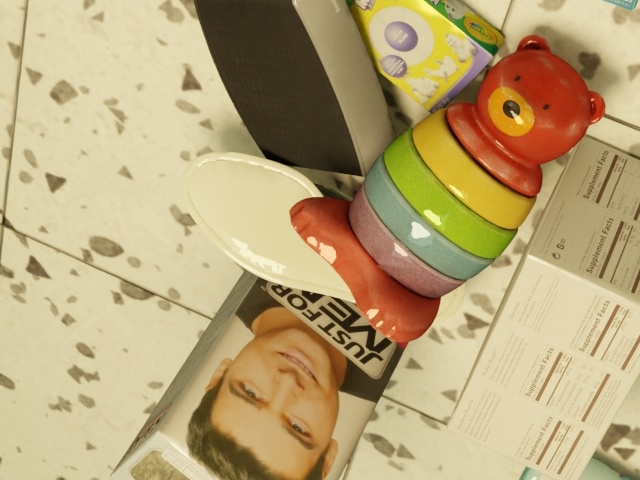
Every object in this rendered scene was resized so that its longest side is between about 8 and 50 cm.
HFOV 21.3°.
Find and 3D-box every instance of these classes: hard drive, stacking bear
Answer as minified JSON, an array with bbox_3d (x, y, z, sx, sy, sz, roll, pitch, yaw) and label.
[{"bbox_3d":[-0.027,-0.167,1.691,0.172,0.054,0.254,11,141,34],"label":"hard drive"},{"bbox_3d":[0.141,-0.064,1.631,0.289,0.164,0.175,-46,71,21],"label":"stacking bear"}]

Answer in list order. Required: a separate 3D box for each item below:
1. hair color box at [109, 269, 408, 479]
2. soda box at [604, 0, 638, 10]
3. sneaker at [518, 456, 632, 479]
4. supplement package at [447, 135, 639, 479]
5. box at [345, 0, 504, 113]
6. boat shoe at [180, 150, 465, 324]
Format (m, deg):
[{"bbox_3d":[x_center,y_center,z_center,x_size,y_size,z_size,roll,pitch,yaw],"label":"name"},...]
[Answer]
[{"bbox_3d":[-0.046,0.156,1.784,0.185,0.374,0.113,39,134,-7],"label":"hair color box"},{"bbox_3d":[0.197,-0.282,1.511,0.210,0.067,0.071,21,133,10],"label":"soda box"},{"bbox_3d":[0.296,0.381,1.970,0.208,0.127,0.319,25,135,8],"label":"sneaker"},{"bbox_3d":[0.254,0.070,1.678,0.145,0.204,0.262,25,134,6],"label":"supplement package"},{"bbox_3d":[0.077,-0.213,1.648,0.179,0.043,0.105,39,134,-5],"label":"box"},{"bbox_3d":[0.000,0.000,1.804,0.319,0.099,0.116,24,92,-3],"label":"boat shoe"}]
